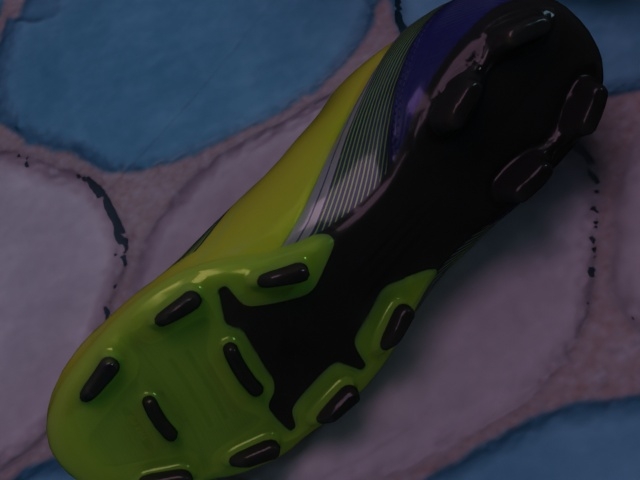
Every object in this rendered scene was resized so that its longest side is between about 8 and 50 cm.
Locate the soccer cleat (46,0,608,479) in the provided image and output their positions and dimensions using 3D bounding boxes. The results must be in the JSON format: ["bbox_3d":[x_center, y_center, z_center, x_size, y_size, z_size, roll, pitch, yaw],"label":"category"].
[{"bbox_3d":[0.001,0.001,0.733,0.289,0.093,0.121,-42,19,-6],"label":"soccer cleat"}]
